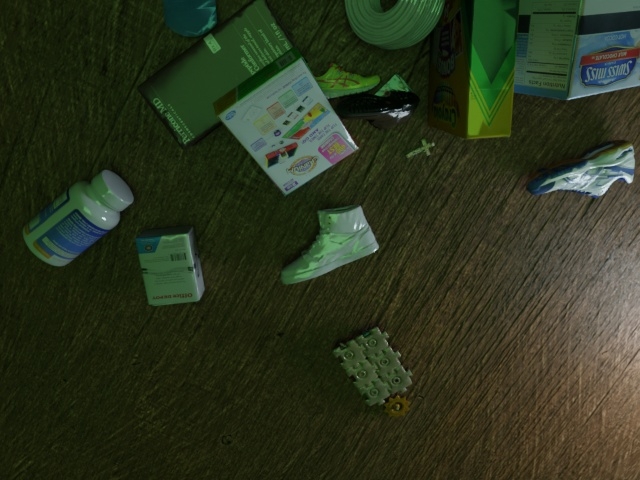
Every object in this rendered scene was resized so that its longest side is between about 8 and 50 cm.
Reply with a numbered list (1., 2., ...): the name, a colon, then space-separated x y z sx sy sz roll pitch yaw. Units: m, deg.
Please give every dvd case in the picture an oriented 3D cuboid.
1. dvd case: 0.188 -0.375 1.403 0.119 0.013 0.087 -43 103 10

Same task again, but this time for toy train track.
1. toy train track: 0.275 -0.249 1.443 0.083 0.014 0.048 -24 106 6

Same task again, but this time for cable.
1. cable: 0.171 -0.586 1.233 0.257 0.089 0.257 27 115 37

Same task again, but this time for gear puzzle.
1. gear puzzle: 0.187 0.419 1.636 0.175 0.044 0.339 -30 108 6

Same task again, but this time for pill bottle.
1. pill bottle: -0.641 -0.065 1.407 0.272 0.152 0.152 -36 105 9

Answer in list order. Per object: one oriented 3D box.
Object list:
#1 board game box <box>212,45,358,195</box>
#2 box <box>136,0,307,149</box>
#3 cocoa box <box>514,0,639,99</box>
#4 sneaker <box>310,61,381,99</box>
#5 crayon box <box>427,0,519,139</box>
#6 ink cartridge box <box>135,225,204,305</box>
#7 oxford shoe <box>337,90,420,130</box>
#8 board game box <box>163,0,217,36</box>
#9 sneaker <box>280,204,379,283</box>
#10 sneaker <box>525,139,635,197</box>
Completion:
1. board game box: -0.078 -0.284 1.319 0.242 0.064 0.316 -32 136 8
2. box: -0.242 -0.416 1.317 0.381 0.143 0.191 -33 105 10
3. cocoa box: 0.594 -0.465 1.196 0.347 0.231 0.228 -16 117 -26
4. sneaker: 0.052 -0.416 1.354 0.209 0.081 0.094 -8 101 0
5. crayon box: 0.336 -0.411 1.213 0.106 0.363 0.313 -1 107 -1
6. ink cartridge box: -0.423 0.071 1.487 0.148 0.086 0.203 -5 108 1
7. oxford shoe: 0.144 -0.320 1.340 0.227 0.083 0.096 -7 140 -22
8. board game box: -0.325 -0.597 1.314 0.133 0.033 0.168 -2 102 5
9. sneaker: 0.000 0.000 1.473 0.293 0.108 0.169 -24 105 -4
10. sneaker: 0.716 -0.165 1.429 0.296 0.112 0.131 -20 107 5
